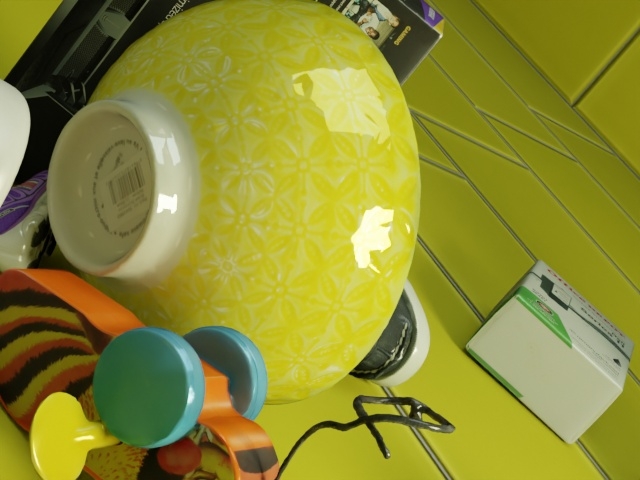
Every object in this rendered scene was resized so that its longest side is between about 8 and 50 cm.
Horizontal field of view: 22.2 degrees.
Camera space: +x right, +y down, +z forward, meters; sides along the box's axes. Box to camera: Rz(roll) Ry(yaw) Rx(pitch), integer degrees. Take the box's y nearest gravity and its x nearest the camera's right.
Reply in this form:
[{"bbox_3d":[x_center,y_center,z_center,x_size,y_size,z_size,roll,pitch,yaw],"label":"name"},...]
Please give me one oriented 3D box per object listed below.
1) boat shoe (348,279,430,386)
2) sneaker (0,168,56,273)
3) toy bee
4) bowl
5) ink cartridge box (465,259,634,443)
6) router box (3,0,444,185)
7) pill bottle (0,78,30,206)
[{"bbox_3d":[0.000,0.000,1.484,0.091,0.114,0.302,29,19,-48],"label":"boat shoe"},{"bbox_3d":[-0.222,-0.023,1.173,0.071,0.068,0.170,19,12,-2],"label":"sneaker"},{"bbox_3d":[-0.094,0.129,0.969,0.195,0.162,0.298,12,7,-41],"label":"toy bee"},{"bbox_3d":[-0.088,-0.031,1.100,0.156,0.289,0.289,3,40,-47],"label":"bowl"},{"bbox_3d":[0.253,0.115,1.766,0.153,0.087,0.208,42,17,4],"label":"ink cartridge box"},{"bbox_3d":[-0.091,-0.127,1.275,0.243,0.309,0.081,39,16,-7],"label":"router box"},{"bbox_3d":[-0.321,-0.089,0.985,0.264,0.146,0.146,32,19,-27],"label":"pill bottle"}]
